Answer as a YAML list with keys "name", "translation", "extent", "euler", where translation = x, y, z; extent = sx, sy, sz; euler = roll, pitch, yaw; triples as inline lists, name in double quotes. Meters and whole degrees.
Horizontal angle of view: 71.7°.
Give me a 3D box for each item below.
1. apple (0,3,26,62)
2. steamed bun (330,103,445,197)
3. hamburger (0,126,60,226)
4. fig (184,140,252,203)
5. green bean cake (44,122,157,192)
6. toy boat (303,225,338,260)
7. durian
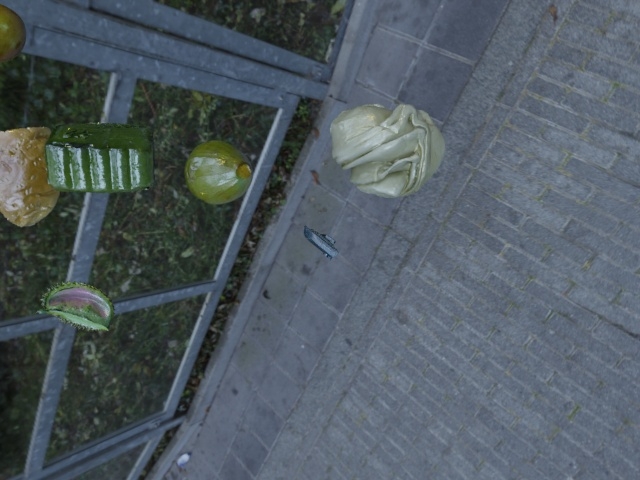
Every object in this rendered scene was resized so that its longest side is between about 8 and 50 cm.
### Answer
- name: "apple"
  translation: [-0.657, -0.421, 0.900]
  extent: [0.099, 0.102, 0.114]
  euler: [31, 147, 2]
- name: "steamed bun"
  translation: [0.175, -0.241, 1.218]
  extent: [0.276, 0.203, 0.289]
  euler: [-27, 123, 39]
- name: "hamburger"
  translation: [-0.652, -0.140, 0.979]
  extent: [0.156, 0.135, 0.207]
  euler: [-11, 88, 1]
- name: "fig"
  translation: [-0.354, -0.250, 1.612]
  extent: [0.271, 0.239, 0.239]
  euler: [0, 95, 35]
- name: "green bean cake"
  translation: [-0.446, -0.175, 0.911]
  extent: [0.214, 0.201, 0.113]
  euler: [-126, 37, -57]
- name: "toy boat"
  translation: [0.000, 0.000, 1.413]
  extent: [0.141, 0.055, 0.060]
  euler: [40, 87, 3]
- name: "durian"
  translation: [-0.761, 0.204, 1.384]
  extent: [0.096, 0.221, 0.137]
  euler: [-18, 55, 37]
